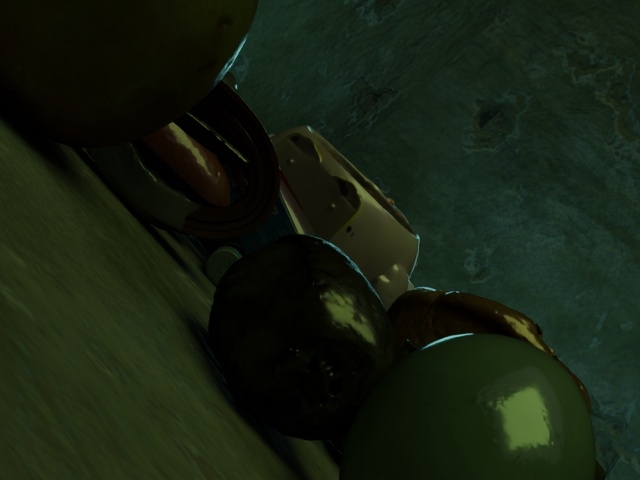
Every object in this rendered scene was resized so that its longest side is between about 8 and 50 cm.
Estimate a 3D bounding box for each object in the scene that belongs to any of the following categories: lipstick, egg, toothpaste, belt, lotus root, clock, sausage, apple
[{"bbox_3d":[-0.121,0.030,1.950,0.048,0.048,0.158,48,2,-2],"label":"lipstick"},{"bbox_3d":[0.121,0.185,1.235,0.203,0.203,0.282,48,36,1],"label":"egg"},{"bbox_3d":[-0.056,0.020,1.951,0.066,0.076,0.320,64,2,-63],"label":"toothpaste"},{"bbox_3d":[-0.164,-0.108,1.754,0.261,0.184,0.105,37,2,-6],"label":"belt"},{"bbox_3d":[-0.014,0.086,1.390,0.152,0.160,0.275,36,5,-20],"label":"lotus root"},{"bbox_3d":[0.000,0.000,2.471,0.368,0.250,0.376,47,7,23],"label":"clock"},{"bbox_3d":[-0.213,-0.117,1.893,0.259,0.113,0.113,47,2,-19],"label":"sausage"},{"bbox_3d":[-0.234,-0.271,1.528,0.338,0.305,0.338,47,3,-3],"label":"apple"}]

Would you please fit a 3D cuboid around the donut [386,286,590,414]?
[{"bbox_3d":[0.175,0.201,1.826,0.299,0.150,0.317,-5,-51,49],"label":"donut"}]

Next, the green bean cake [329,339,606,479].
[{"bbox_3d":[0.168,0.251,1.545,0.285,0.202,0.310,45,2,-21],"label":"green bean cake"}]

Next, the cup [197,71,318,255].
[{"bbox_3d":[-0.132,-0.074,2.136,0.288,0.203,0.203,56,4,21],"label":"cup"}]
